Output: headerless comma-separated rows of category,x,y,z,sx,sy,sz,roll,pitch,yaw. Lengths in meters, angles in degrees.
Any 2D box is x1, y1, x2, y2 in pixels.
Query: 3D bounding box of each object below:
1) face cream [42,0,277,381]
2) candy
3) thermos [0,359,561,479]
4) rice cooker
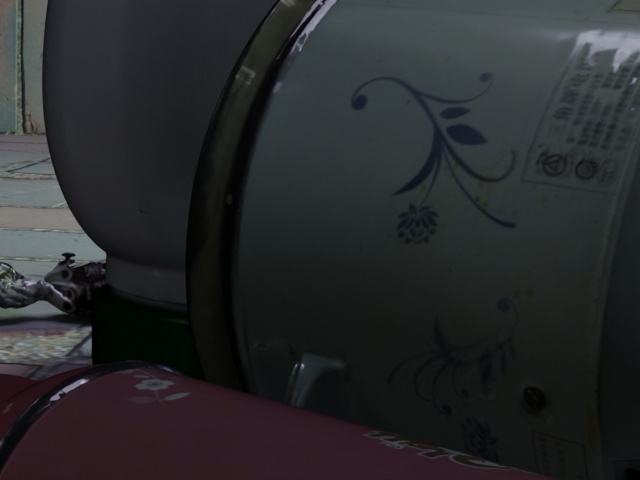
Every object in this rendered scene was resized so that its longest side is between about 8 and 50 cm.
face cream,-0.039,-0.092,0.869,0.219,0.357,0.312,8,10,32
candy,-0.152,0.036,1.058,0.226,0.051,0.094,1,-3,-20
thermos,-0.009,0.100,0.407,0.330,0.109,0.136,9,11,43
rice cooker,0.090,0.003,0.609,0.317,0.264,0.316,-15,43,14
